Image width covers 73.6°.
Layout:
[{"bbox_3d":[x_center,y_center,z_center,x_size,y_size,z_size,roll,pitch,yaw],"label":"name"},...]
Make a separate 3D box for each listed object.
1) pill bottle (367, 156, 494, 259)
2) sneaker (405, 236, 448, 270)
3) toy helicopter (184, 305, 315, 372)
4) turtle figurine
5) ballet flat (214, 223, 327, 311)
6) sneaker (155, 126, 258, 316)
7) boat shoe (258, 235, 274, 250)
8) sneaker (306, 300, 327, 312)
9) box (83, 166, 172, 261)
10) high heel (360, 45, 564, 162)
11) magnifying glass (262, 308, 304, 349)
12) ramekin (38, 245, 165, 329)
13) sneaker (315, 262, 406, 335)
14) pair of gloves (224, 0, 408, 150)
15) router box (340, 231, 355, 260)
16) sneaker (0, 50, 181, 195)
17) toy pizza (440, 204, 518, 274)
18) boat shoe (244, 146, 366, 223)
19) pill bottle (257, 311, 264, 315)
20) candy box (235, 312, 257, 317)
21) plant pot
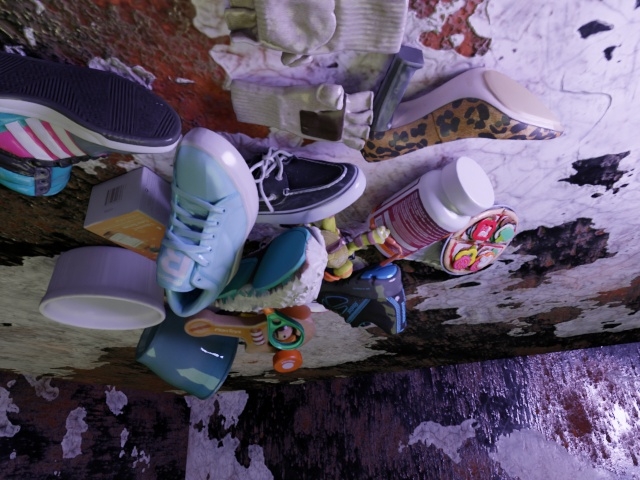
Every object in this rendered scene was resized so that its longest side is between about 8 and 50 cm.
[{"bbox_3d":[0.201,-0.056,0.803,0.121,0.121,0.221,15,148,-33],"label":"pill bottle"},{"bbox_3d":[0.284,0.004,0.976,0.228,0.086,0.132,8,149,-19],"label":"sneaker"},{"bbox_3d":[-0.177,0.226,1.137,0.354,0.140,0.235,11,132,-24],"label":"toy helicopter"},{"bbox_3d":[0.000,0.000,0.819,0.269,0.087,0.217,-16,115,33],"label":"turtle figurine"},{"bbox_3d":[-0.078,0.072,0.814,0.146,0.147,0.408,14,162,-30],"label":"ballet flat"},{"bbox_3d":[-0.189,0.005,0.672,0.135,0.150,0.366,21,139,6],"label":"sneaker"},{"bbox_3d":[-0.134,0.062,1.019,0.089,0.105,0.285,29,144,-18],"label":"boat shoe"},{"bbox_3d":[0.037,0.130,1.191,0.298,0.121,0.112,4,118,6],"label":"sneaker"},{"bbox_3d":[-0.322,-0.042,0.806,0.130,0.091,0.170,-15,151,21],"label":"box"},{"bbox_3d":[0.190,-0.155,0.623,0.261,0.093,0.186,18,144,-6],"label":"high heel"},{"bbox_3d":[-0.113,0.190,1.052,0.092,0.026,0.231,-21,125,11],"label":"magnifying glass"},{"bbox_3d":[-0.524,0.122,1.061,0.276,0.135,0.277,-2,154,-1],"label":"ramekin"},{"bbox_3d":[0.048,0.130,0.953,0.125,0.140,0.340,-23,-169,-32],"label":"sneaker"},{"bbox_3d":[-0.016,-0.209,0.529,0.204,0.042,0.240,10,151,-4],"label":"pair of gloves"},{"bbox_3d":[0.013,0.026,1.036,0.122,0.038,0.092,-13,153,19],"label":"router box"},{"bbox_3d":[-0.343,-0.132,0.581,0.295,0.124,0.178,12,146,-11],"label":"sneaker"},{"bbox_3d":[0.360,0.008,0.953,0.201,0.032,0.201,-15,134,-16],"label":"toy pizza"},{"bbox_3d":[-0.082,-0.100,0.705,0.306,0.113,0.105,0,142,24],"label":"boat shoe"},{"bbox_3d":[-0.192,0.266,1.441,0.043,0.083,0.043,-3,153,-1],"label":"pill bottle"},{"bbox_3d":[-0.226,0.305,1.579,0.205,0.027,0.105,17,150,-34],"label":"candy box"},{"bbox_3d":[-0.450,0.352,1.409,0.255,0.272,0.271,31,140,-28],"label":"plant pot"}]
